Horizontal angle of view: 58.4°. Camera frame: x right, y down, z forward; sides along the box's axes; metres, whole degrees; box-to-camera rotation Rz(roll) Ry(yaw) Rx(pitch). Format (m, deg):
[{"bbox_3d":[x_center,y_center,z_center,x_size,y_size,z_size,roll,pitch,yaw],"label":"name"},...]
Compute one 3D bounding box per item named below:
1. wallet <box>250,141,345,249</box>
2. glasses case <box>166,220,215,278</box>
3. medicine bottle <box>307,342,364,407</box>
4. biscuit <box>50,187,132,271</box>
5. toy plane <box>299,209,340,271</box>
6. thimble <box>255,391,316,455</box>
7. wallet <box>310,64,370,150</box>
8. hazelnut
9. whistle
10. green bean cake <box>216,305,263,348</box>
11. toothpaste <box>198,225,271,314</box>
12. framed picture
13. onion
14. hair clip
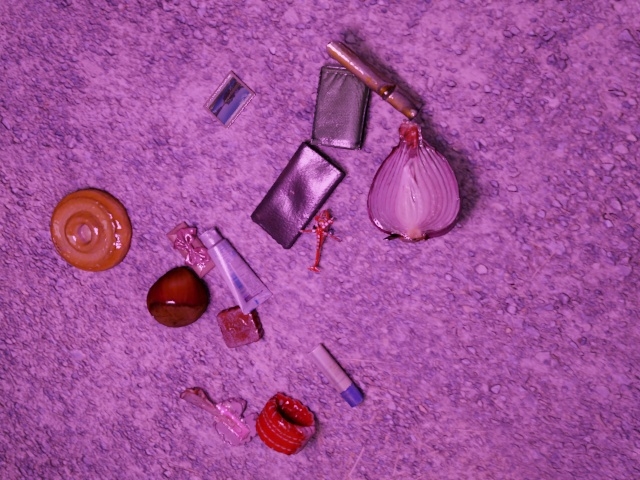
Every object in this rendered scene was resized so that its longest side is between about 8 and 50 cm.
[{"bbox_3d":[-0.075,-0.139,1.806,0.170,0.044,0.321,39,111,4],"label":"wallet"},{"bbox_3d":[-0.426,0.027,1.911,0.102,0.070,0.193,-38,91,17],"label":"glasses case"},{"bbox_3d":[0.050,0.445,1.890,0.059,0.059,0.231,-39,91,18],"label":"medicine bottle"},{"bbox_3d":[-0.796,-0.032,1.976,0.296,0.102,0.296,2,101,11],"label":"biscuit"},{"bbox_3d":[0.008,0.001,1.801,0.126,0.077,0.194,-6,108,18],"label":"toy plane"},{"bbox_3d":[-0.115,0.616,1.913,0.190,0.163,0.125,32,109,6],"label":"thimble"},{"bbox_3d":[0.063,-0.394,1.710,0.160,0.055,0.236,9,99,7],"label":"wallet"},{"bbox_3d":[-0.478,0.182,1.911,0.208,0.208,0.208,3,102,13],"label":"hazelnut"},{"bbox_3d":[0.151,-0.462,1.636,0.326,0.068,0.057,35,116,-9],"label":"whistle"},{"bbox_3d":[-0.271,0.287,1.936,0.135,0.056,0.135,-17,97,15],"label":"green bean cake"},{"bbox_3d":[-0.289,0.092,1.890,0.114,0.073,0.299,-36,93,-19],"label":"toothpaste"},{"bbox_3d":[-0.289,-0.442,1.808,0.109,0.011,0.149,44,108,2],"label":"framed picture"},{"bbox_3d":[0.270,-0.162,1.665,0.267,0.159,0.348,2,84,4],"label":"onion"},{"bbox_3d":[-0.355,0.602,2.016,0.300,0.069,0.173,38,109,-7],"label":"hair clip"}]
